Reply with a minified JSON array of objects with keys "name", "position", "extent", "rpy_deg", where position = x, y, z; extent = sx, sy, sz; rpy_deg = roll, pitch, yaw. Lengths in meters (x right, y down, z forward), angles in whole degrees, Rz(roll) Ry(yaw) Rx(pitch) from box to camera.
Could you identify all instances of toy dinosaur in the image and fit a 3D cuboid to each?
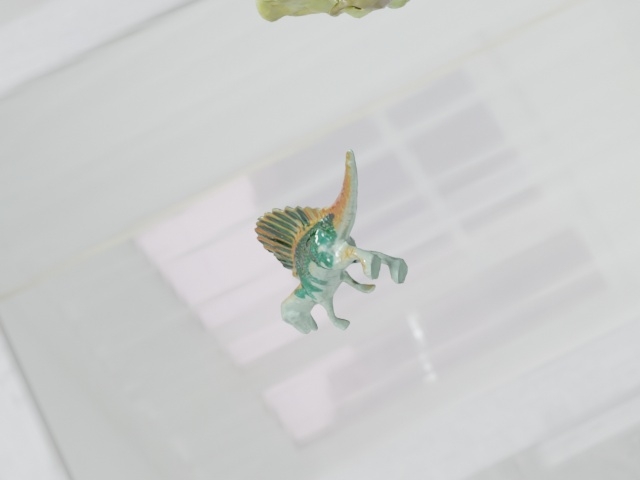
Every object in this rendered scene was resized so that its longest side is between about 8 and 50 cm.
[{"name":"toy dinosaur","position":[-0.002,0.002,1.360],"extent":[0.106,0.044,0.187],"rpy_deg":[7,143,28]}]

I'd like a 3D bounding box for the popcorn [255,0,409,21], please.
[{"name":"popcorn","position":[-0.026,-0.325,1.440],"extent":[0.312,0.312,0.312],"rpy_deg":[57,163,28]}]
